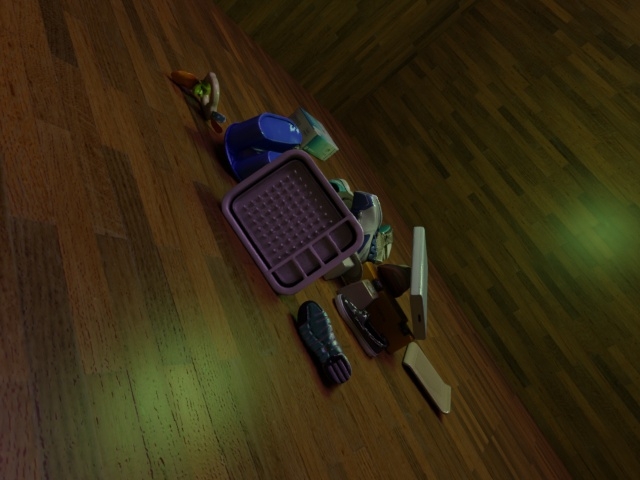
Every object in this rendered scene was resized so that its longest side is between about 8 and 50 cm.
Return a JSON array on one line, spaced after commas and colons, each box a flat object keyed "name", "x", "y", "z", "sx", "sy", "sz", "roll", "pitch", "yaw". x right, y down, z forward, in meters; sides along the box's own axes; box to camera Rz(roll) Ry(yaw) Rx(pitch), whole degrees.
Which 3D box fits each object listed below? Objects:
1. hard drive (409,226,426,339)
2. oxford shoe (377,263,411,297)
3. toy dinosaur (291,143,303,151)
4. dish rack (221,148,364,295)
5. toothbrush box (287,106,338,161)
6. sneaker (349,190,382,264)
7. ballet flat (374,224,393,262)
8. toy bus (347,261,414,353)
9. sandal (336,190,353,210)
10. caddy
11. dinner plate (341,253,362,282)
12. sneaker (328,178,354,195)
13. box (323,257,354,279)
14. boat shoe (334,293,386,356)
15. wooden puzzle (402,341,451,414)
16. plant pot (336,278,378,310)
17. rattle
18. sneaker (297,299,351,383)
[{"name": "hard drive", "x": 0.363, "y": 0.149, "z": 1.469, "sx": 0.353, "sy": 0.047, "sz": 0.233, "roll": -72, "pitch": 154, "yaw": -48}, {"name": "oxford shoe", "x": 0.315, "y": 0.140, "z": 1.620, "sx": 0.397, "sy": 0.146, "sz": 0.140, "roll": 110, "pitch": -45, "yaw": -84}, {"name": "toy dinosaur", "x": -0.151, "y": -0.485, "z": 1.978, "sx": 0.268, "sy": 0.064, "sz": 0.118, "roll": 16, "pitch": 48, "yaw": -56}, {"name": "dish rack", "x": -0.076, "y": -0.050, "z": 1.094, "sx": 0.333, "sy": 0.285, "sz": 0.072, "roll": 55, "pitch": -2, "yaw": 6}, {"name": "toothbrush box", "x": -0.046, "y": -0.614, "z": 2.346, "sx": 0.216, "sy": 0.126, "sz": 0.295, "roll": 60, "pitch": 19, "yaw": 18}, {"name": "sneaker", "x": 0.136, "y": -0.033, "z": 1.602, "sx": 0.182, "sy": 0.315, "sz": 0.127, "roll": -10, "pitch": 18, "yaw": -32}, {"name": "ballet flat", "x": 0.267, "y": 0.026, "z": 1.943, "sx": 0.483, "sy": 0.164, "sz": 0.182, "roll": -14, "pitch": 89, "yaw": -71}, {"name": "toy bus", "x": 0.224, "y": 0.245, "z": 1.497, "sx": 0.332, "sy": 0.108, "sz": 0.130, "roll": 59, "pitch": 17, "yaw": 18}, {"name": "sandal", "x": 0.142, "y": -0.154, "z": 1.959, "sx": 0.303, "sy": 0.120, "sz": 0.086, "roll": -104, "pitch": -173, "yaw": -48}, {"name": "caddy", "x": -0.186, "y": -0.292, "z": 1.374, "sx": 0.341, "sy": 0.179, "sz": 0.241, "roll": -16, "pitch": 89, "yaw": -63}, {"name": "dinner plate", "x": 0.106, "y": 0.088, "z": 1.463, "sx": 0.017, "sy": 0.141, "sz": 0.141, "roll": -23, "pitch": 74, "yaw": -37}, {"name": "sneaker", "x": 0.122, "y": -0.215, "z": 2.125, "sx": 0.110, "sy": 0.107, "sz": 0.275, "roll": -5, "pitch": 53, "yaw": -46}, {"name": "box", "x": 0.000, "y": 0.000, "z": 1.421, "sx": 0.275, "sy": 0.094, "sz": 0.113, "roll": 59, "pitch": 19, "yaw": 14}, {"name": "boat shoe", "x": 0.134, "y": 0.263, "z": 1.298, "sx": 0.228, "sy": 0.076, "sz": 0.080, "roll": 58, "pitch": 19, "yaw": 14}, {"name": "wooden puzzle", "x": 0.408, "y": 0.526, "z": 1.546, "sx": 0.238, "sy": 0.044, "sz": 0.221, "roll": 51, "pitch": 19, "yaw": 7}, {"name": "plant pot", "x": 0.139, "y": 0.193, "z": 1.403, "sx": 0.109, "sy": 0.096, "sz": 0.109, "roll": 58, "pitch": 19, "yaw": 15}, {"name": "rattle", "x": -0.404, "y": -0.466, "z": 1.338, "sx": 0.143, "sy": 0.130, "sz": 0.199, "roll": 6, "pitch": 76, "yaw": -51}, {"name": "sneaker", "x": 0.008, "y": 0.265, "z": 1.038, "sx": 0.223, "sy": 0.083, "sz": 0.098, "roll": 63, "pitch": -2, "yaw": 21}]
